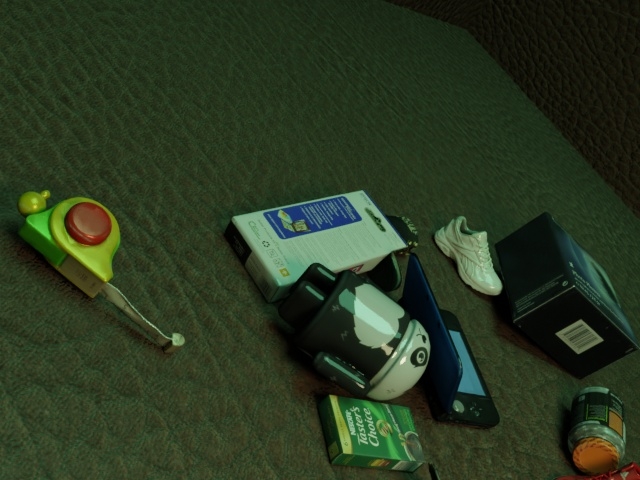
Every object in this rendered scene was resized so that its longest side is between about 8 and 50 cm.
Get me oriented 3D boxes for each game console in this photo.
[{"bbox_3d":[0.272,0.202,1.401,0.250,0.173,0.293,16,40,-31],"label":"game console"}]

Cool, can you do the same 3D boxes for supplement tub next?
[{"bbox_3d":[0.608,0.419,1.522,0.117,0.117,0.190,41,34,2],"label":"supplement tub"}]

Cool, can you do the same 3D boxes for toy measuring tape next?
[{"bbox_3d":[-0.325,0.034,1.081,0.330,0.121,0.121,42,32,-11],"label":"toy measuring tape"}]

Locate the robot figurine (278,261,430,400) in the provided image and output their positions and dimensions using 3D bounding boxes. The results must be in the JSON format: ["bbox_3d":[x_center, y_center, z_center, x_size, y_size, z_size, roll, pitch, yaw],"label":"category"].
[{"bbox_3d":[0.065,0.162,1.241,0.278,0.173,0.209,37,78,-3],"label":"robot figurine"}]

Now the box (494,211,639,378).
[{"bbox_3d":[0.620,0.135,1.767,0.296,0.182,0.294,38,30,-25],"label":"box"}]

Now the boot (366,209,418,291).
[{"bbox_3d":[0.171,0.018,1.604,0.178,0.085,0.236,9,45,-42],"label":"boot"}]

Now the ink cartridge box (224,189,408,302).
[{"bbox_3d":[0.000,0.000,1.426,0.370,0.069,0.176,-16,60,-39],"label":"ink cartridge box"}]

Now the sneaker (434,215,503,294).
[{"bbox_3d":[0.396,0.034,1.771,0.090,0.115,0.232,-16,61,-51],"label":"sneaker"}]

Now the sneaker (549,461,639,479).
[{"bbox_3d":[0.555,0.478,1.373,0.221,0.128,0.087,3,46,-30],"label":"sneaker"}]

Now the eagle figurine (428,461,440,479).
[{"bbox_3d":[0.197,0.488,1.020,0.298,0.225,0.226,28,-24,40],"label":"eagle figurine"}]

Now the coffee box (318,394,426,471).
[{"bbox_3d":[0.089,0.332,1.187,0.184,0.040,0.113,18,39,-30],"label":"coffee box"}]
